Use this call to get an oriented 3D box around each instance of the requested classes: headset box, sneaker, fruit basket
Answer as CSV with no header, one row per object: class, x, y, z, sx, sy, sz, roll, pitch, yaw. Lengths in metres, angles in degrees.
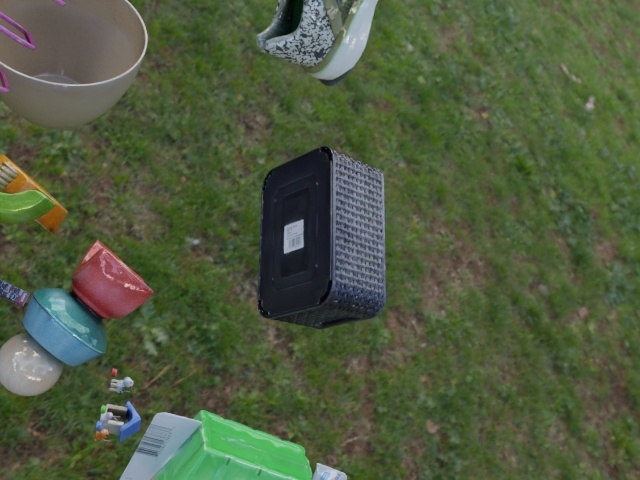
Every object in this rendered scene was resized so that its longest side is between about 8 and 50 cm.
headset box,-0.648,0.112,1.583,0.083,0.062,0.032,32,67,-22
sneaker,0.014,-0.440,1.166,0.182,0.410,0.158,-2,31,-38
fruit basket,-0.178,0.445,1.175,0.327,0.353,0.165,24,20,-19

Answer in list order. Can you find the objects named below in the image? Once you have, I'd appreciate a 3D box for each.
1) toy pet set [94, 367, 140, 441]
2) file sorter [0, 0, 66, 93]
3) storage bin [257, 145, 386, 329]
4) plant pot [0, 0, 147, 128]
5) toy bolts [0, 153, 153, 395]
toy pet set,-0.347,0.306,1.326,0.065,0.114,0.122,12,45,-8
file sorter,-0.488,-0.253,0.977,0.182,0.291,0.202,33,5,-31
storage bin,0.000,0.000,0.852,0.084,0.122,0.180,18,64,-40
plant pot,-0.461,-0.306,1.326,0.284,0.191,0.284,12,52,-16
toy bolts,-0.296,0.033,0.726,0.228,0.218,0.158,44,80,-13
